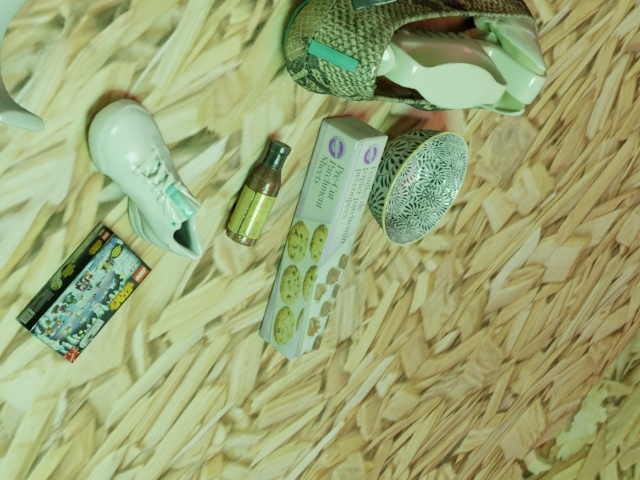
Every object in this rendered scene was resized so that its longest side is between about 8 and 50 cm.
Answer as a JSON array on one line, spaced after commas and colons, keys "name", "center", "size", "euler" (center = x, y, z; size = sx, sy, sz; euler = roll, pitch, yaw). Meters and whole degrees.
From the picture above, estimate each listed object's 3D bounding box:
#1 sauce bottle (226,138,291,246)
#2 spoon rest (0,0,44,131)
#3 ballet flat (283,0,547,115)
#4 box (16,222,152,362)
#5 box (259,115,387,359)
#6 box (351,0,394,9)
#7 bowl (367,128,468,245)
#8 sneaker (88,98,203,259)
[{"name": "sauce bottle", "center": [-0.070, -0.056, 1.471], "size": [0.042, 0.042, 0.128], "euler": [5, 116, -55]}, {"name": "spoon rest", "center": [-0.244, -0.236, 1.058], "size": [0.137, 0.084, 0.276], "euler": [12, 95, -58]}, {"name": "ballet flat", "center": [0.162, -0.214, 1.508], "size": [0.483, 0.182, 0.164], "euler": [-10, 125, -50]}, {"name": "box", "center": [-0.252, 0.058, 1.343], "size": [0.137, 0.027, 0.094], "euler": [-51, 149, -9]}, {"name": "box", "center": [0.000, 0.000, 1.596], "size": [0.063, 0.067, 0.324], "euler": [-14, 130, -48]}, {"name": "box", "center": [0.156, -0.434, 1.224], "size": [0.395, 0.097, 0.318], "euler": [-27, 105, -33]}, {"name": "bowl", "center": [0.113, -0.084, 1.656], "size": [0.170, 0.080, 0.170], "euler": [-33, 141, -31]}, {"name": "sneaker", "center": [-0.166, -0.058, 1.290], "size": [0.080, 0.094, 0.212], "euler": [-43, 146, -17]}]
